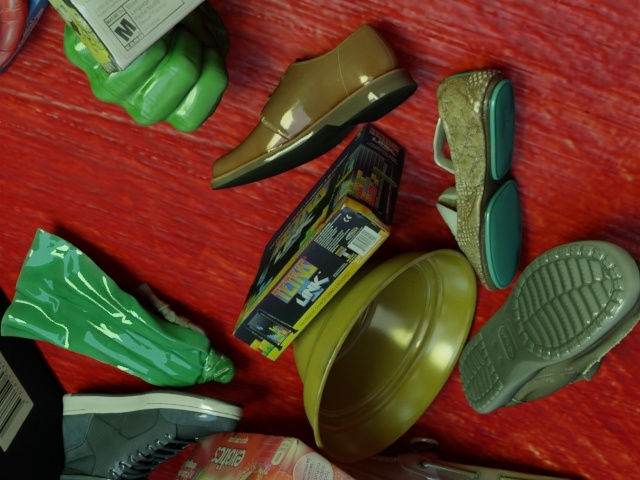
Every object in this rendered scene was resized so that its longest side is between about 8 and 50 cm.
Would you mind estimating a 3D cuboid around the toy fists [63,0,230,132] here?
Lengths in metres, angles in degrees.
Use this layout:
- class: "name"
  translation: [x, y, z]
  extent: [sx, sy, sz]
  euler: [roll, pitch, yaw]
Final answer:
- class: "toy fists"
  translation: [-0.169, -0.204, 0.748]
  extent: [0.096, 0.142, 0.279]
  euler: [-27, 114, 25]

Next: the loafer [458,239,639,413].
- class: "loafer"
  translation: [0.212, 0.077, 0.875]
  extent: [0.087, 0.094, 0.251]
  euler: [-1, 153, -25]

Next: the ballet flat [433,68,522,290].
- class: "ballet flat"
  translation: [0.132, -0.052, 0.845]
  extent: [0.067, 0.073, 0.206]
  euler: [15, 125, 33]

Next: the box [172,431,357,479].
- class: "box"
  translation: [-0.051, 0.284, 0.951]
  extent: [0.154, 0.142, 0.300]
  euler: [37, 160, -14]

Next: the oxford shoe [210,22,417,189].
- class: "oxford shoe"
  translation: [-0.019, -0.108, 0.838]
  extent: [0.212, 0.076, 0.076]
  euler: [-31, 82, 29]

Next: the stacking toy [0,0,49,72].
- class: "stacking toy"
  translation: [-0.335, -0.151, 0.717]
  extent: [0.165, 0.302, 0.175]
  euler: [37, 120, -13]

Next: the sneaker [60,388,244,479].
- class: "sneaker"
  translation: [-0.175, 0.235, 1.002]
  extent: [0.226, 0.163, 0.086]
  euler: [-9, 160, 32]

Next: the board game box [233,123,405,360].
- class: "board game box"
  translation: [0.000, 0.000, 0.847]
  extent: [0.048, 0.141, 0.170]
  euler: [33, 122, -12]

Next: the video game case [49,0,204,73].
- class: "video game case"
  translation: [-0.123, -0.266, 0.670]
  extent: [0.210, 0.232, 0.042]
  euler: [52, 160, -22]

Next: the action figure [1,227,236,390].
- class: "action figure"
  translation: [-0.191, 0.087, 0.986]
  extent: [0.232, 0.063, 0.137]
  euler: [27, 121, -2]

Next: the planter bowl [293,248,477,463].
- class: "planter bowl"
  translation: [0.041, 0.087, 0.899]
  extent: [0.090, 0.217, 0.217]
  euler: [31, 132, 35]

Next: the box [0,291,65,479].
- class: "box"
  translation: [-0.454, 0.189, 1.033]
  extent: [0.294, 0.183, 0.296]
  euler: [-13, 119, 20]

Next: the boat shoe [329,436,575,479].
- class: "boat shoe"
  translation: [0.142, 0.266, 1.036]
  extent: [0.285, 0.089, 0.104]
  euler: [16, 150, 3]
